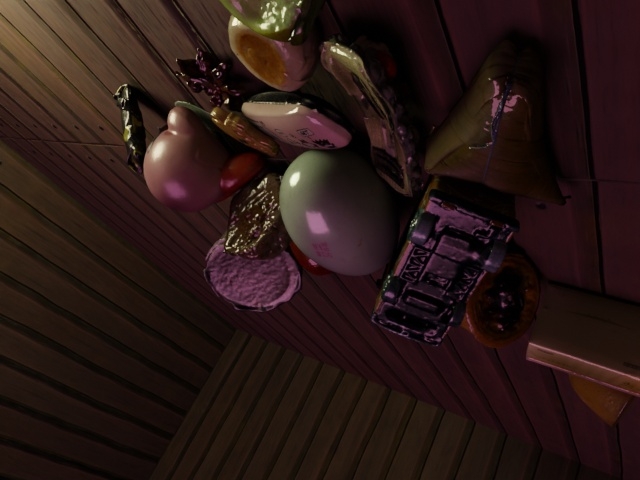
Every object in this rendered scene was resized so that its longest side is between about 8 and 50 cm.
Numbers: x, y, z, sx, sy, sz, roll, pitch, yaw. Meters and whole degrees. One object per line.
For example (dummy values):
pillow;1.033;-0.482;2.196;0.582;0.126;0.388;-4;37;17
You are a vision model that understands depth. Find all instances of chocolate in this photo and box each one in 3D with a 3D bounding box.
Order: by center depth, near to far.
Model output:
chocolate;-0.196;0.048;1.577;0.302;0.213;0.304;3;126;4

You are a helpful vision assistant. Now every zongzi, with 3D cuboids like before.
zongzi;0.301;-0.141;0.720;0.255;0.115;0.228;24;154;-2

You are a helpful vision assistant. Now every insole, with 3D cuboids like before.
insole;-0.256;-0.286;1.221;0.231;0.003;0.080;23;157;15

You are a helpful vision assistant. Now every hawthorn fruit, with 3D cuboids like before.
hawthorn fruit;0.000;0.000;1.322;0.179;0.179;0.200;38;171;-22

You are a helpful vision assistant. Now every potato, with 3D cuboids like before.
potato;0.694;0.339;1.235;0.158;0.178;0.203;33;-172;33

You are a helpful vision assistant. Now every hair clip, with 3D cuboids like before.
hair clip;0.110;-0.207;0.827;0.138;0.091;0.321;41;172;37

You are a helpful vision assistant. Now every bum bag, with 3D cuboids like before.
bum bag;-0.473;-0.280;1.269;0.060;0.233;0.106;-12;177;-19

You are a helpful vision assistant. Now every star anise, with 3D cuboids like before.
star anise;-0.212;-0.321;1.026;0.167;0.058;0.168;17;160;6

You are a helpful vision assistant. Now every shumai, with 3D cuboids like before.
shumai;-0.128;-0.052;1.282;0.183;0.218;0.185;11;177;17

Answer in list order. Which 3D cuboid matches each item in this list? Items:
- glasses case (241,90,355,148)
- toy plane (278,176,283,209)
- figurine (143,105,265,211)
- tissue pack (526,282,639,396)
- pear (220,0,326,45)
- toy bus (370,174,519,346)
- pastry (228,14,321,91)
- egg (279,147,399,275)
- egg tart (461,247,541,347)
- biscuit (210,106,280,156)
glasses case;-0.050;-0.223;0.936;0.122;0.075;0.314;30;178;-34
toy plane;-0.016;-0.107;1.184;0.171;0.163;0.065;-1;-171;-31
figurine;-0.318;-0.168;1.267;0.261;0.211;0.269;36;157;-20
tissue pack;0.575;0.205;1.062;0.234;0.159;0.125;17;155;29
pear;-0.086;-0.388;0.592;0.292;0.160;0.292;28;158;12
toy bus;0.218;0.024;0.926;0.161;0.194;0.324;21;132;3
pastry;-0.073;-0.318;0.812;0.156;0.092;0.156;25;154;13
egg;0.051;-0.048;1.063;0.229;0.230;0.371;14;160;33
egg tart;0.358;0.116;1.098;0.215;0.215;0.170;40;166;-25
biscuit;-0.168;-0.229;1.080;0.165;0.036;0.225;30;-178;-29
